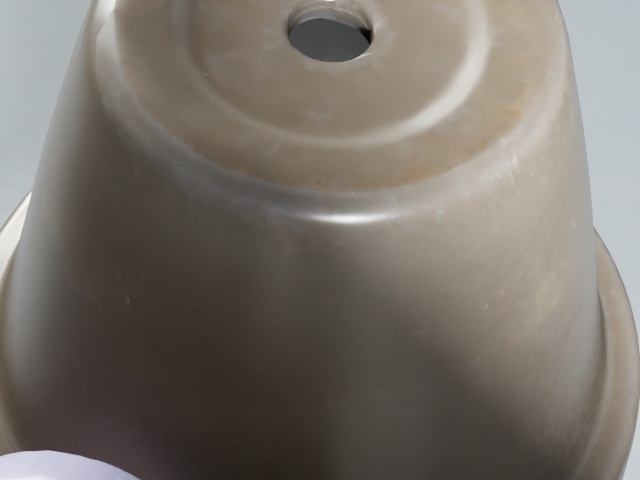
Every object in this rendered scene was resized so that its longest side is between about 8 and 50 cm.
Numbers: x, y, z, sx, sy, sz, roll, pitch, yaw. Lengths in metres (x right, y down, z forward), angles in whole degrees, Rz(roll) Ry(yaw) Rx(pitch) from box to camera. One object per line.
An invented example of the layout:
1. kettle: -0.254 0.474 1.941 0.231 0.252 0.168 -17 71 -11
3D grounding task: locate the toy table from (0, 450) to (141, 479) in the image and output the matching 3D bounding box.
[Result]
1. toy table: -0.086 0.222 0.578 0.252 0.161 0.274 -19 103 17

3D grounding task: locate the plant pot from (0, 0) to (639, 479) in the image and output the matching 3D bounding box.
1. plant pot: 0.000 0.000 0.676 0.263 0.229 0.263 3 53 -3
